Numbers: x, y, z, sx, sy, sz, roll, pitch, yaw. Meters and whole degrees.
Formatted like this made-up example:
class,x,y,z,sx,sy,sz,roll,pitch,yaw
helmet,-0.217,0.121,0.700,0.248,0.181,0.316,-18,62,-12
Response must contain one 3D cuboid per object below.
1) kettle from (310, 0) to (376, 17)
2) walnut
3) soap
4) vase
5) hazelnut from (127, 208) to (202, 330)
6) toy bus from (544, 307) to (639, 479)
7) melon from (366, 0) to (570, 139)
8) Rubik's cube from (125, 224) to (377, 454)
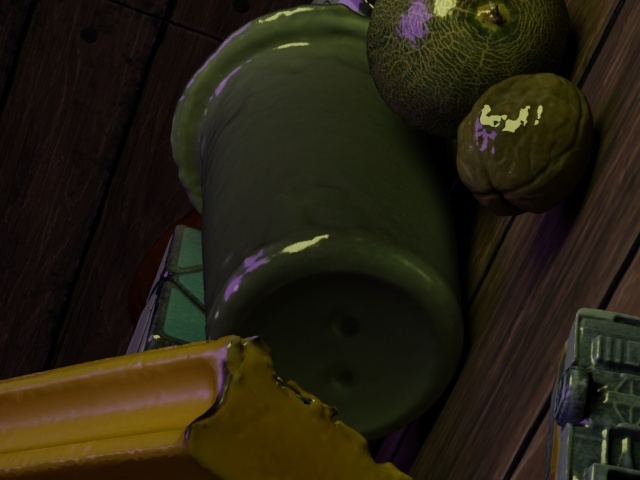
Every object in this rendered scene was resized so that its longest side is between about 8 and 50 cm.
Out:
class,x,y,z,sx,sy,sz,roll,pitch,yaw
kettle,0.054,-0.121,1.576,0.236,0.161,0.221,-62,39,37
walnut,0.125,-0.059,1.101,0.092,0.092,0.092,-161,90,-83
soap,-0.104,0.173,1.275,0.324,0.204,0.096,-15,42,47
vase,0.000,0.000,1.345,0.291,0.245,0.245,-91,20,-54
hazelnut,-0.077,0.053,1.791,0.229,0.229,0.229,-161,90,-83
toy bus,0.123,0.119,0.754,0.190,0.064,0.075,-78,-2,-45
melon,0.101,-0.139,1.251,0.192,0.139,0.139,149,139,-79
Rubik's cube,-0.068,0.141,1.527,0.205,0.205,0.207,-86,16,-63
